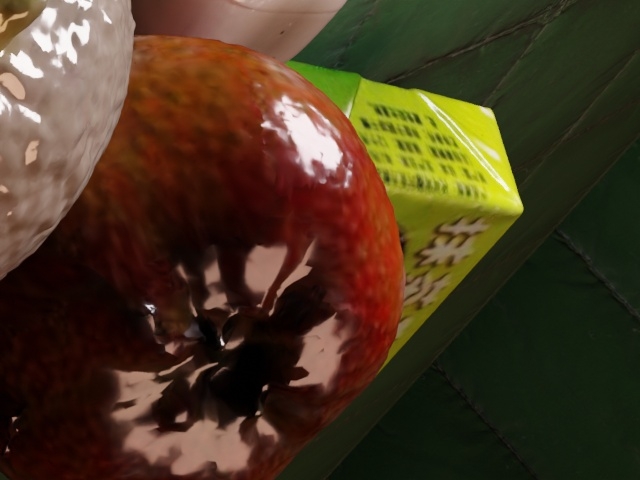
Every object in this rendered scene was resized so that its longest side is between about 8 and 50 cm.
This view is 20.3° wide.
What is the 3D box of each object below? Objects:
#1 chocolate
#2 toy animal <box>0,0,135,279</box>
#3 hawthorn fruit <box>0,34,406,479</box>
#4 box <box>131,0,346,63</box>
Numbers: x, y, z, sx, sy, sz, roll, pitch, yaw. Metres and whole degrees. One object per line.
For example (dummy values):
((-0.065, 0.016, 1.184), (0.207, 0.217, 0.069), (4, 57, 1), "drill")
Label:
((0.000, 0.000, 1.605), (0.289, 0.137, 0.301), (8, 132, -44), "chocolate")
((-0.183, -0.087, 0.801), (0.358, 0.188, 0.226), (-58, 164, -56), "toy animal")
((-0.107, 0.000, 1.086), (0.285, 0.285, 0.369), (-42, -158, 3), "hawthorn fruit")
((-0.053, -0.168, 1.180), (0.146, 0.088, 0.200), (-44, 168, 22), "box")
